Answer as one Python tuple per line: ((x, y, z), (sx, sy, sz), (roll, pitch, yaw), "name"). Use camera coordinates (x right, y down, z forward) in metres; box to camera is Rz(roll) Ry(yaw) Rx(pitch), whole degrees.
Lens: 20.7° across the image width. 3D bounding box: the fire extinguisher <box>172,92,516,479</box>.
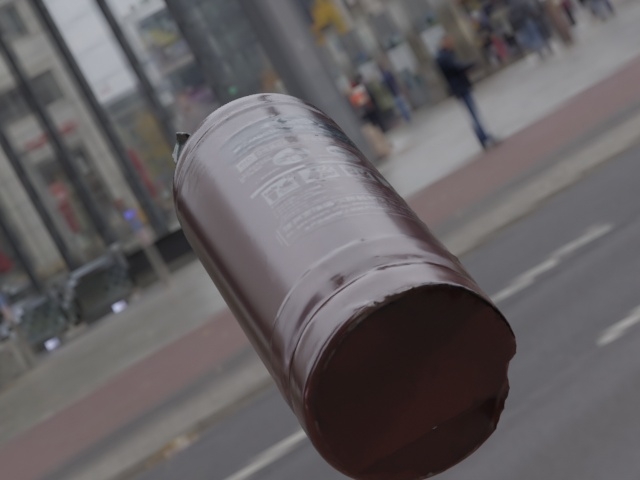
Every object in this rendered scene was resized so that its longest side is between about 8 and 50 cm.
((0.000, 0.000, 0.983), (0.135, 0.114, 0.337), (0, 25, -22), "fire extinguisher")
